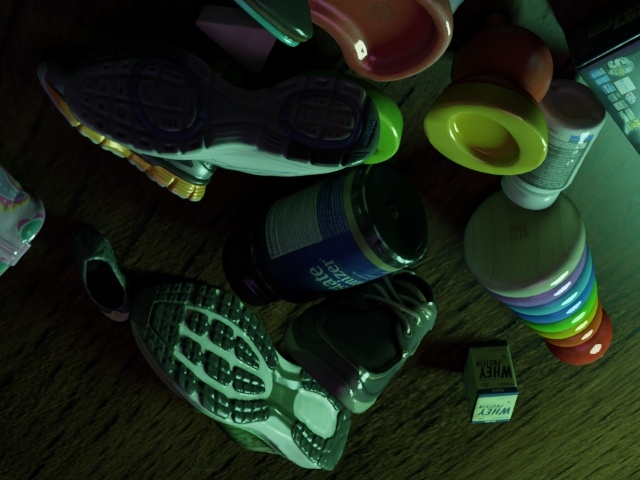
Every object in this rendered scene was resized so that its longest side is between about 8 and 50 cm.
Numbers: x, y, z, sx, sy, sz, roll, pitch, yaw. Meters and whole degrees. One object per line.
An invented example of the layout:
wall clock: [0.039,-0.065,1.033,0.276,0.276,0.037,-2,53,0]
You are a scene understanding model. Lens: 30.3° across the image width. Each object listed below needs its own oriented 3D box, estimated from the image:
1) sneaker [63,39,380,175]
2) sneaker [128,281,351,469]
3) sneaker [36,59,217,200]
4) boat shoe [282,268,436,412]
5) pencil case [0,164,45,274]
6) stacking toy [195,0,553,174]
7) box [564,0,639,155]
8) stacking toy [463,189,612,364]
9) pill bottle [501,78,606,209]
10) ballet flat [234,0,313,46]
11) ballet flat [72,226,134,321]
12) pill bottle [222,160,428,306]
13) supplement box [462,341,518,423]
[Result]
sneaker: [-0.097,-0.106,1.130,0.297,0.111,0.129,12,165,-7]
sneaker: [-0.137,0.198,1.569,0.182,0.158,0.410,-10,141,35]
sneaker: [-0.187,-0.125,1.187,0.215,0.084,0.083,32,100,-32]
boat shoe: [0.056,0.090,1.357,0.132,0.355,0.130,41,103,2]
pencil case: [-0.409,-0.068,1.183,0.124,0.124,0.284,-22,141,20]
stacking toy: [0.064,-0.198,1.135,0.279,0.130,0.309,0,149,38]
box: [0.384,-0.171,1.208,0.183,0.059,0.232,-27,138,22]
stacking toy: [0.289,0.061,1.462,0.141,0.141,0.330,-19,148,16]
pill bottle: [0.246,-0.100,1.267,0.078,0.078,0.137,4,141,-12]
ballet flat: [-0.098,-0.270,0.939,0.280,0.095,0.096,35,110,-16]
ballet flat: [-0.263,0.050,1.416,0.057,0.049,0.173,-8,143,4]
pill bottle: [0.000,0.000,1.317,0.219,0.123,0.123,-22,141,35]
supplement box: [0.236,0.199,1.652,0.056,0.083,0.083,-3,143,-4]
